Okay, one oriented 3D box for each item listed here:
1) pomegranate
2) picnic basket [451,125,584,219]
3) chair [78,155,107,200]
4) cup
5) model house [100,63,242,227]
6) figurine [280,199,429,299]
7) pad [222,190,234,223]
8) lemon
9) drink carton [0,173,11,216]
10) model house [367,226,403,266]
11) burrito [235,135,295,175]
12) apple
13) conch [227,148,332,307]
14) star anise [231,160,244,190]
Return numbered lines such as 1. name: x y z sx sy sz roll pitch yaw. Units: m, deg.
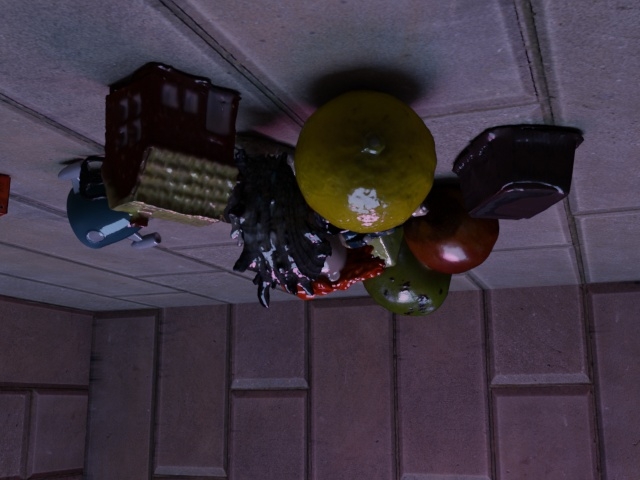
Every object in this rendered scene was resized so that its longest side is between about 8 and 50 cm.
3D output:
1. pomegranate: 0.281 0.094 2.234 0.290 0.291 0.323 7 176 -31
2. picnic basket: 0.408 -0.132 1.580 0.222 0.129 0.297 3 166 -9
3. chair: -0.396 -0.129 1.640 0.229 0.106 0.113 -2 166 14
4. cup: -0.471 -0.079 1.743 0.173 0.167 0.300 -15 137 22
5. model house: -0.253 -0.136 1.267 0.160 0.254 0.196 -7 166 42
6. figurine: 0.056 -0.027 1.742 0.306 0.241 0.412 -19 163 -40
7. pad: -0.197 -0.063 2.036 0.315 0.063 0.375 0 167 0
8. lemon: 0.077 -0.132 1.306 0.245 0.245 0.320 0 173 0
9. drink carton: -0.825 -0.094 1.810 0.071 0.096 0.223 11 164 -41
10. model house: 0.102 -0.054 2.002 0.194 0.170 0.211 1 141 27
11. burrito: -0.096 -0.172 1.563 0.063 0.058 0.229 -16 163 36
12. apple: 0.321 -0.034 1.857 0.230 0.230 0.230 0 168 0
13. conch: -0.100 -0.028 1.420 0.186 0.313 0.240 -22 -167 -8
14. star anise: -0.132 -0.105 1.640 0.111 0.212 0.196 -41 127 6
